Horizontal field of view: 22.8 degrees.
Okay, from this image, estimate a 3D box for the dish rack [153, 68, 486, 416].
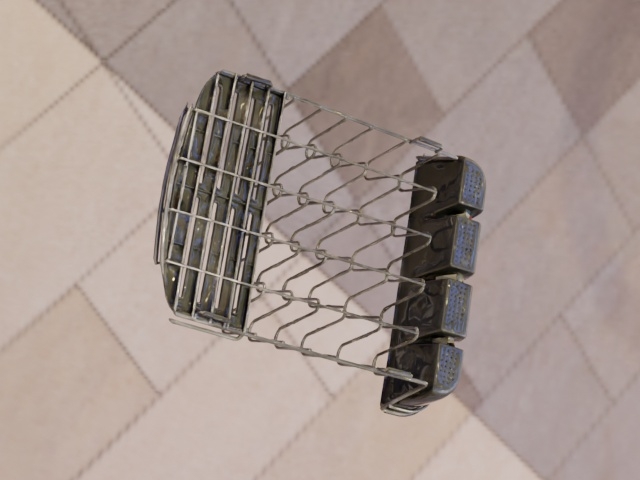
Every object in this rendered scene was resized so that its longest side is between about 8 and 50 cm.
[{"bbox_3d":[0.000,0.000,1.159,0.271,0.074,0.208,18,71,-28],"label":"dish rack"}]
